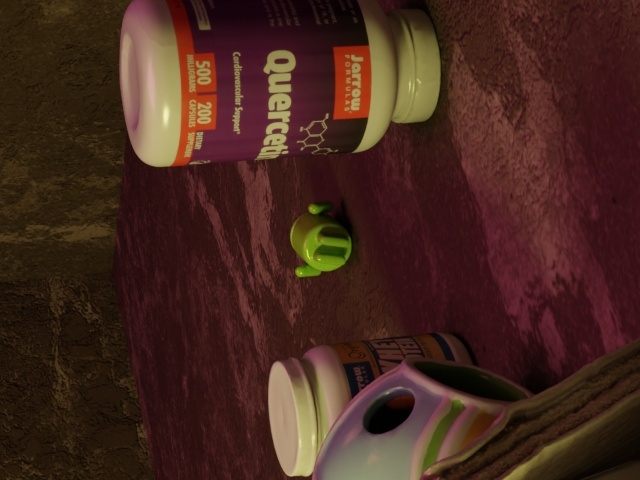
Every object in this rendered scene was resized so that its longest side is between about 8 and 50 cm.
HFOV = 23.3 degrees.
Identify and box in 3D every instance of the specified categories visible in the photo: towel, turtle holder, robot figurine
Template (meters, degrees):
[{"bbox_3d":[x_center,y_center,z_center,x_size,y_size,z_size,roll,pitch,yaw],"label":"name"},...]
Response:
[{"bbox_3d":[0.164,0.172,1.156,0.049,0.282,0.187,49,147,27],"label":"towel"},{"bbox_3d":[0.116,0.241,1.397,0.320,0.243,0.227,-119,43,-79],"label":"turtle holder"},{"bbox_3d":[0.000,0.000,2.014,0.115,0.067,0.101,-138,55,-67],"label":"robot figurine"}]

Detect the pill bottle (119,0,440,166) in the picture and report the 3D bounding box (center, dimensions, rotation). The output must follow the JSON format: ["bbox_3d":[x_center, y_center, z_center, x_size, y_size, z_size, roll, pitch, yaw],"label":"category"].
[{"bbox_3d":[-0.044,-0.178,1.652,0.181,0.323,0.181,175,90,-74],"label":"pill bottle"}]

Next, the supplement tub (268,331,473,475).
[{"bbox_3d":[0.056,0.177,1.644,0.144,0.200,0.144,175,90,-73],"label":"supplement tub"}]

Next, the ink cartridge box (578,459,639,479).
[{"bbox_3d":[0.180,0.337,1.124,0.198,0.197,0.270,49,135,32],"label":"ink cartridge box"}]
